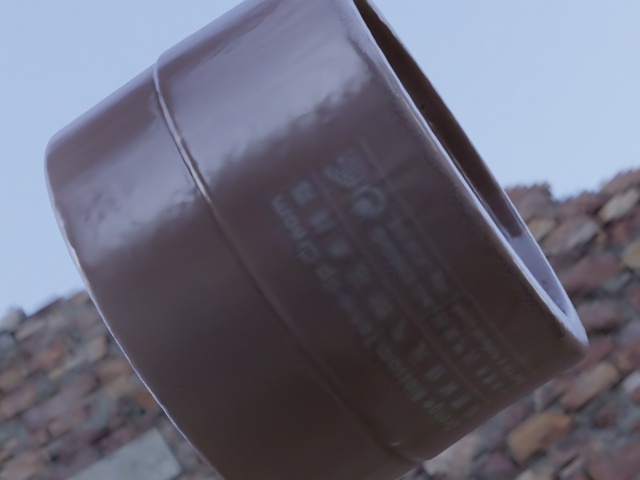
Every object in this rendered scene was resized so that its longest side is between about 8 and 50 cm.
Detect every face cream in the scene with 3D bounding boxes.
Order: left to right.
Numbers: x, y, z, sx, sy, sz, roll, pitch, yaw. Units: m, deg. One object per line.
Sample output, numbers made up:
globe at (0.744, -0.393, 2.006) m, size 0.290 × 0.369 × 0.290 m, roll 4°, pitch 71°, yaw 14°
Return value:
face cream at (0.000, 0.000, 0.554) m, size 0.104 × 0.149 × 0.149 m, roll -34°, pitch -40°, yaw 9°
